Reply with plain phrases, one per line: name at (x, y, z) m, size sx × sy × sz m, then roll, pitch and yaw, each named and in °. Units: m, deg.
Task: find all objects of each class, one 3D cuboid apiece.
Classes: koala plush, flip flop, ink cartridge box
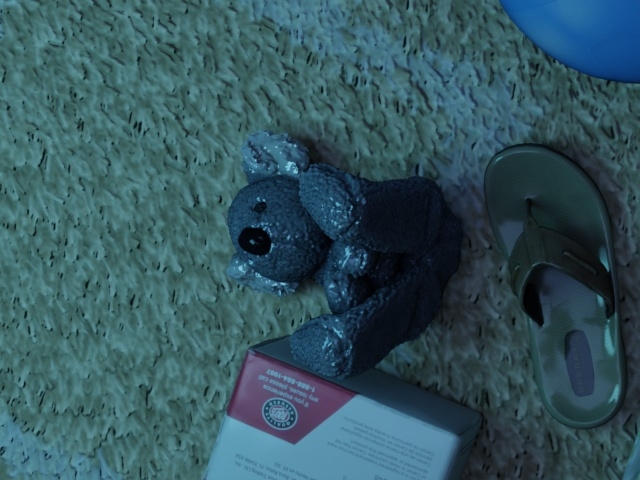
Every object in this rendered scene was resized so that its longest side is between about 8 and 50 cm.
koala plush at (0.000, 0.000, 1.391) m, size 0.221 × 0.203 × 0.196 m, roll 16°, pitch 112°, yaw 36°
flip flop at (0.221, 0.044, 1.355) m, size 0.112 × 0.080 × 0.277 m, roll -10°, pitch 91°, yaw 18°
ink cartridge box at (-0.002, 0.275, 1.414) m, size 0.226 × 0.131 × 0.306 m, roll 22°, pitch 101°, yaw 14°

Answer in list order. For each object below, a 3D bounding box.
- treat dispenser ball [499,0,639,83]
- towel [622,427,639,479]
treat dispenser ball at (0.274, -0.273, 1.207) m, size 0.288 × 0.288 × 0.288 m, roll 1°, pitch 94°, yaw 17°
towel at (0.482, 0.147, 1.278) m, size 0.374 × 0.090 × 0.320 m, roll 16°, pitch 99°, yaw 15°
